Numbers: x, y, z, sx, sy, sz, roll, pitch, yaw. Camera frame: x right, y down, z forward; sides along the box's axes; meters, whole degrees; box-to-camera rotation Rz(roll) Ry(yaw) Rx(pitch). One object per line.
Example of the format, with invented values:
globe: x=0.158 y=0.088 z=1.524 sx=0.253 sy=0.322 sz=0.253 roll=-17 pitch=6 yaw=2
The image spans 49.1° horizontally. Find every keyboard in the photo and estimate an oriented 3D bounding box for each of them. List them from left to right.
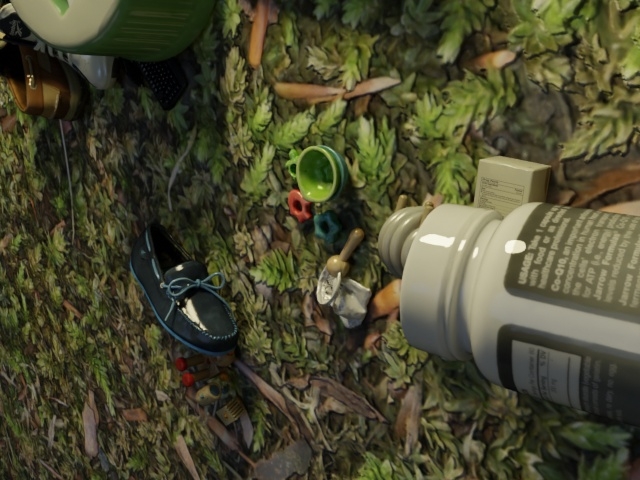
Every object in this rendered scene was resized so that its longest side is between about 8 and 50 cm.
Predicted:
keyboard: x=-0.274 y=-0.278 z=1.063 sx=0.100 sy=0.038 sz=0.192 roll=-46 pitch=68 yaw=41

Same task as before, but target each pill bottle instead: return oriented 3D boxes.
pill bottle: x=0.221 y=0.056 z=0.560 sx=0.283 sy=0.161 sz=0.161 roll=12 pitch=109 yaw=32

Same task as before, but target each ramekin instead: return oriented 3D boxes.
ramekin: x=-0.293 y=-0.390 z=0.935 sx=0.304 sy=0.148 sz=0.303 roll=11 pitch=111 yaw=31

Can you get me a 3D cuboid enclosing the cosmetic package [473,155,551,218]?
cosmetic package: x=0.183 y=-0.021 z=0.688 sx=0.060 sy=0.041 sz=0.115 roll=21 pitch=114 yaw=38

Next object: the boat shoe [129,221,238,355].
boat shoe: x=-0.213 y=0.066 z=1.048 sx=0.258 sy=0.109 sz=0.089 roll=39 pitch=121 yaw=28

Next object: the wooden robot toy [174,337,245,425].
wooden robot toy: x=-0.161 y=0.190 z=1.058 sx=0.079 sy=0.076 sz=0.173 roll=-34 pitch=77 yaw=32

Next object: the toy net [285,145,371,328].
toy net: x=0.000 y=0.000 z=0.867 sx=0.122 sy=0.045 sz=0.232 roll=-1 pitch=100 yaw=44

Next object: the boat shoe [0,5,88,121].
boat shoe: x=-0.530 y=-0.342 z=1.232 sx=0.324 sy=0.120 sz=0.122 roll=53 pitch=131 yaw=20

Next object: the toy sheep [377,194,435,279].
toy sheep: x=0.105 y=0.004 z=0.737 sx=0.132 sy=0.091 sz=0.091 roll=-139 pitch=46 yaw=-70

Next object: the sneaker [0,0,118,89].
sneaker: x=-0.438 y=-0.326 z=1.126 sx=0.234 sy=0.153 sz=0.094 roll=56 pitch=133 yaw=17
